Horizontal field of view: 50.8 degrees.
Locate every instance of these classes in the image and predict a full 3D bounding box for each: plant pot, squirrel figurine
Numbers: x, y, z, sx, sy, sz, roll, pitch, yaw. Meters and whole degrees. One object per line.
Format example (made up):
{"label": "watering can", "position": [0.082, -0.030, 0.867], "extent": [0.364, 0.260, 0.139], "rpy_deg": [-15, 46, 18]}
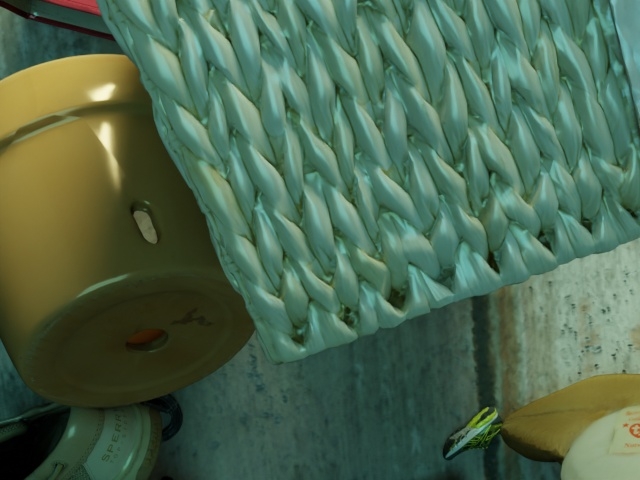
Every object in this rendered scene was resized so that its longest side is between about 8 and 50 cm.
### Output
{"label": "plant pot", "position": [-0.181, 0.012, 0.609], "extent": [0.290, 0.291, 0.204], "rpy_deg": [-29, 56, 5]}
{"label": "squirrel figurine", "position": [0.428, 0.314, 0.672], "extent": [0.396, 0.281, 0.371], "rpy_deg": [-31, 103, 6]}

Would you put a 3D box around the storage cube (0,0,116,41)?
{"label": "storage cube", "position": [-0.222, -0.308, 0.657], "extent": [0.214, 0.184, 0.193], "rpy_deg": [15, 96, 0]}

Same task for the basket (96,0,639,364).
{"label": "basket", "position": [0.033, -0.142, 0.460], "extent": [0.266, 0.328, 0.331], "rpy_deg": [-23, 104, 4]}

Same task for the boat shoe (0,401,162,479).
{"label": "boat shoe", "position": [-0.314, 0.228, 0.704], "extent": [0.341, 0.122, 0.110], "rpy_deg": [-28, 138, 29]}

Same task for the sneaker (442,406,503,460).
{"label": "sneaker", "position": [0.180, 0.232, 0.785], "extent": [0.083, 0.031, 0.035], "rpy_deg": [-41, 94, 6]}

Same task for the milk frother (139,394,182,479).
{"label": "milk frother", "position": [-0.204, 0.253, 0.746], "extent": [0.129, 0.134, 0.143], "rpy_deg": [-1, 102, -30]}
